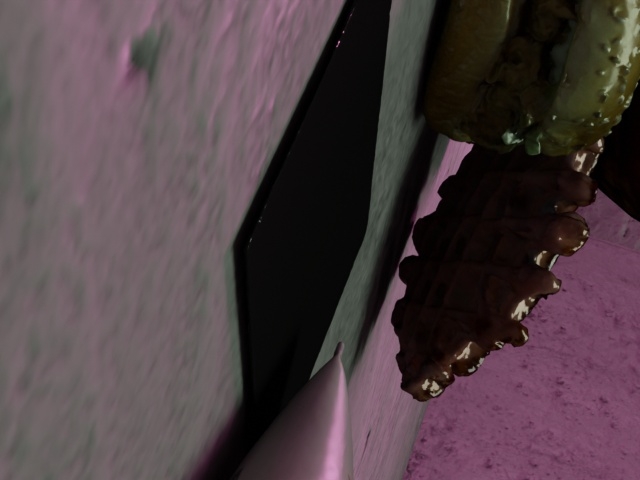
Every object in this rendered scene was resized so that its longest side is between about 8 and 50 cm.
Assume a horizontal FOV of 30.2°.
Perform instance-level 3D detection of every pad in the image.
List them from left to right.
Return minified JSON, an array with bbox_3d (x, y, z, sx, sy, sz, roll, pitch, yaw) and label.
[{"bbox_3d":[0.000,0.000,0.512,0.245,0.006,0.170,93,16,-60],"label":"pad"}]

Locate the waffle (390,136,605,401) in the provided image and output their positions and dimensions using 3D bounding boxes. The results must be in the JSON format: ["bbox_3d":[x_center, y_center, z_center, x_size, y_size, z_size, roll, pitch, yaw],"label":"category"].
[{"bbox_3d":[0.122,-0.006,0.856,0.234,0.055,0.221,-48,-159,39],"label":"waffle"}]

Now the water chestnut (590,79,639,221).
[{"bbox_3d":[0.327,-0.163,0.918,0.350,0.302,0.351,170,-90,-87],"label":"water chestnut"}]

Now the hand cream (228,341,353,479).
[{"bbox_3d":[-0.025,0.144,0.398,0.314,0.089,0.140,-56,163,-74],"label":"hand cream"}]

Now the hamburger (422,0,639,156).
[{"bbox_3d":[0.147,-0.151,0.741,0.215,0.122,0.190,-59,164,-63],"label":"hamburger"}]

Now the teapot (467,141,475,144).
[{"bbox_3d":[0.158,-0.123,1.042,0.121,0.076,0.068,23,73,-52],"label":"teapot"}]
